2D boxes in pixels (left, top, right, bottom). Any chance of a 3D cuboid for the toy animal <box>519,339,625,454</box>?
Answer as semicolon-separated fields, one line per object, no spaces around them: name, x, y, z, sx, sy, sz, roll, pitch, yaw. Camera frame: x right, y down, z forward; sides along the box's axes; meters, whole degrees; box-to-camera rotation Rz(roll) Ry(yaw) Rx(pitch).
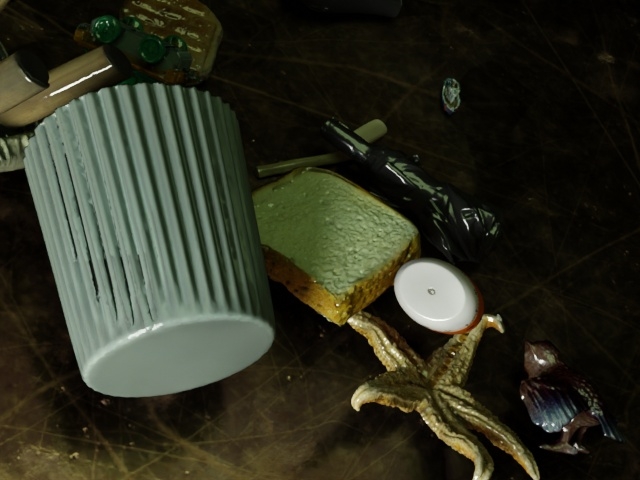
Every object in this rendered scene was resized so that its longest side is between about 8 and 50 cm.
toy animal;0.367;0.222;1.594;0.218;0.116;0.179;10;61;-49

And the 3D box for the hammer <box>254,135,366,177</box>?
hammer;-0.013;-0.123;1.765;0.199;0.013;0.062;-13;84;-24

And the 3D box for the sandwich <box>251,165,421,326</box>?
sandwich;0.000;0.001;1.604;0.251;0.087;0.226;32;50;26

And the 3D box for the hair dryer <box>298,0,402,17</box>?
hair dryer;0.024;-0.522;2.028;0.235;0.091;0.272;6;50;-29

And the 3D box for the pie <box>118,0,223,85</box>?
pie;-0.253;-0.340;1.806;0.195;0.046;0.195;12;53;-16

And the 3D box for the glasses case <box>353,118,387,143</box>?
glasses case;0.078;-0.178;1.840;0.083;0.021;0.032;-34;79;-34

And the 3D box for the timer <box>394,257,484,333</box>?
timer;0.172;0.084;1.559;0.136;0.136;0.099;44;89;11

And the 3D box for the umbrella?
umbrella;0.142;-0.087;1.746;0.340;0.118;0.118;37;52;4

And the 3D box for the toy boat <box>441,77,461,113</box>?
toy boat;0.235;-0.259;1.951;0.038;0.038;0.083;13;52;-13

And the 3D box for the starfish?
starfish;0.167;0.201;1.564;0.375;0.094;0.327;35;38;5

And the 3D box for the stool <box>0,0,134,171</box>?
stool;-0.461;-0.268;1.470;0.310;0.226;0.310;54;22;2

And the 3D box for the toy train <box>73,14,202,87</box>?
toy train;-0.289;-0.268;1.692;0.227;0.136;0.091;23;16;13

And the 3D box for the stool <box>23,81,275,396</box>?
stool;-0.218;0.008;1.432;0.297;0.297;0.330;-4;63;-24
